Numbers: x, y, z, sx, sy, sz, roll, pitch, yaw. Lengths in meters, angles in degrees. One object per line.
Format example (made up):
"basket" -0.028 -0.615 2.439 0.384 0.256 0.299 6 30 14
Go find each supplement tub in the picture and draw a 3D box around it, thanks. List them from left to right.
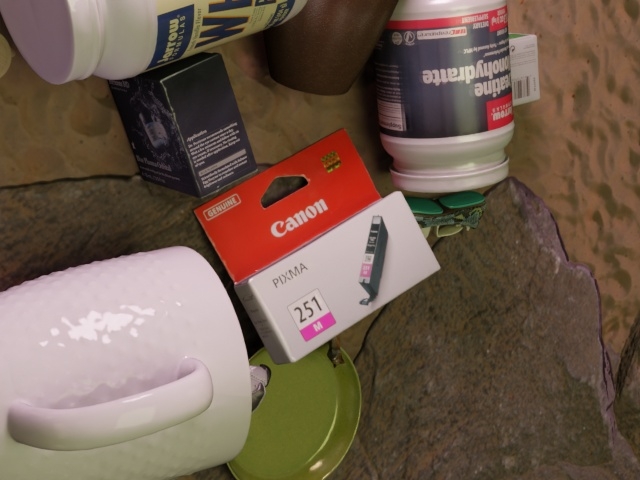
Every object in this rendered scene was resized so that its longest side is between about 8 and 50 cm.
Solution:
"supplement tub" -0.194 -0.324 1.570 0.324 0.235 0.236 -25 114 -30
"supplement tub" 0.171 -0.219 1.886 0.191 0.191 0.272 -17 109 -32

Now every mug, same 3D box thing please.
"mug" -0.264 0.171 1.545 0.328 0.374 0.276 -12 98 -29

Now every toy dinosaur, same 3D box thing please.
"toy dinosaur" 0.029 0.081 1.938 0.112 0.064 0.212 48 53 -37

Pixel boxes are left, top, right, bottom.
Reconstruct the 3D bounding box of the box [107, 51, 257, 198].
"box" -0.174 -0.150 1.673 0.093 0.156 0.158 -29 115 -27

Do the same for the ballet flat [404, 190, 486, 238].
"ballet flat" 0.168 -0.032 2.008 0.188 0.070 0.070 -4 103 -32

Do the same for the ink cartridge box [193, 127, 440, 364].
"ink cartridge box" 0.000 0.000 1.842 0.275 0.060 0.239 -31 96 -27

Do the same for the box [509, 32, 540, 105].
"box" 0.260 -0.252 2.007 0.101 0.087 0.102 -16 108 -33

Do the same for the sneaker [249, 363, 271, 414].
"sneaker" -0.132 0.155 1.796 0.132 0.086 0.229 -7 107 -17

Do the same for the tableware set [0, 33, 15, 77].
"tableware set" -0.439 -0.189 1.557 0.141 0.020 0.169 28 84 -35

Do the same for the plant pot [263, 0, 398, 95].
"plant pot" 0.008 -0.313 1.756 0.215 0.215 0.231 -4 116 -35

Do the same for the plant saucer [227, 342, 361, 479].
"plant saucer" -0.048 0.245 1.924 0.241 0.037 0.241 -8 104 -35
